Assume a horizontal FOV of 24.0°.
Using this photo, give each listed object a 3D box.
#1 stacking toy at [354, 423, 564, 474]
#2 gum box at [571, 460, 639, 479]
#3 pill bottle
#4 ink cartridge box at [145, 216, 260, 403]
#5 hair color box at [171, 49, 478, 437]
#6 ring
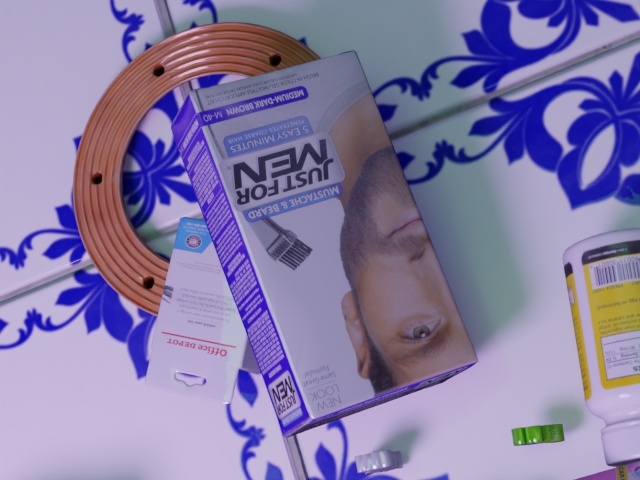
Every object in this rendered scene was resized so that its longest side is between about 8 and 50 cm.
[{"bbox_3d":[0.146,0.276,1.462,0.221,0.052,0.166,-13,76,15],"label":"stacking toy"},{"bbox_3d":[0.290,0.295,1.349,0.107,0.062,0.188,-19,111,15],"label":"gum box"},{"bbox_3d":[0.299,0.101,1.405,0.119,0.119,0.208,-11,75,17],"label":"pill bottle"},{"bbox_3d":[-0.108,0.074,1.553,0.104,0.060,0.180,10,83,20],"label":"ink cartridge box"},{"bbox_3d":[0.000,0.000,1.475,0.185,0.110,0.338,-17,80,-21],"label":"hair color box"},{"bbox_3d":[-0.113,-0.074,1.636,0.337,0.032,0.336,-4,78,19],"label":"ring"}]
